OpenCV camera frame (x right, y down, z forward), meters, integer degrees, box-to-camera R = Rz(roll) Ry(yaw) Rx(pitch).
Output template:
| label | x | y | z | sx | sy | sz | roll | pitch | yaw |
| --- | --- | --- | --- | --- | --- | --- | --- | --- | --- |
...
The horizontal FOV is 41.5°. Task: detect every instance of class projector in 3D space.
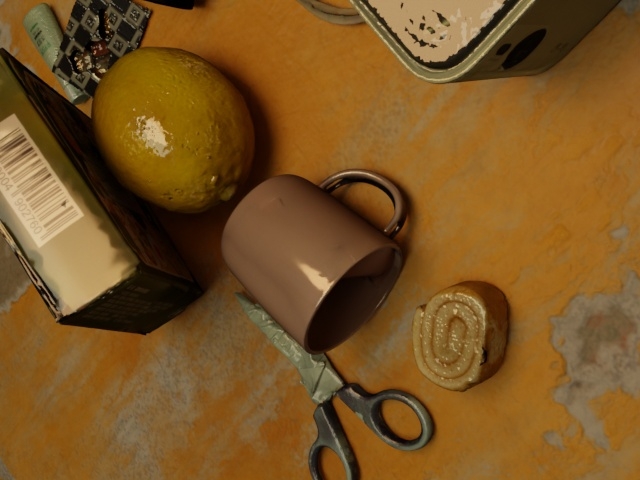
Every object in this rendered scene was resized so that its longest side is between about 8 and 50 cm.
| label | x | y | z | sx | sy | sz | roll | pitch | yaw |
| --- | --- | --- | --- | --- | --- | --- | --- | --- | --- |
| projector | 0.188 | -0.329 | 0.932 | 0.248 | 0.249 | 0.248 | 53 | 125 | 14 |

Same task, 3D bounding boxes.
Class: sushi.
| label | x | y | z | sx | sy | sz | roll | pitch | yaw |
| --- | --- | --- | --- | --- | --- | --- | --- | --- | --- |
| sushi | -0.373 | -0.345 | 1.460 | 0.139 | 0.031 | 0.201 | 33 | 117 | 7 |

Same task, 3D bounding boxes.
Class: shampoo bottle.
| label | x | y | z | sx | sy | sz | roll | pitch | yaw |
| --- | --- | --- | --- | --- | --- | --- | --- | --- | --- |
| shampoo bottle | -0.477 | -0.333 | 1.531 | 0.069 | 0.041 | 0.191 | -33 | 80 | 28 |

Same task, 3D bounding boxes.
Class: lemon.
| label | x | y | z | sx | sy | sz | roll | pitch | yaw |
| --- | --- | --- | --- | --- | --- | --- | --- | --- | --- |
| lemon | -0.220 | -0.166 | 1.271 | 0.263 | 0.236 | 0.236 | 23 | 114 | 8 |

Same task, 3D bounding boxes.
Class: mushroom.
| label | x | y | z | sx | sy | sz | roll | pitch | yaw |
| --- | --- | --- | --- | --- | --- | --- | --- | --- | --- |
| mushroom | 0.013 | -0.347 | 1.187 | 0.306 | 0.043 | 0.068 | 31 | 136 | 24 |

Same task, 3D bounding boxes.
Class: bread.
| label | x | y | z | sx | sy | sz | roll | pitch | yaw |
| --- | --- | --- | --- | --- | --- | --- | --- | --- | --- |
| bread | 0.184 | 0.128 | 1.140 | 0.122 | 0.073 | 0.149 | 13 | 107 | 35 |

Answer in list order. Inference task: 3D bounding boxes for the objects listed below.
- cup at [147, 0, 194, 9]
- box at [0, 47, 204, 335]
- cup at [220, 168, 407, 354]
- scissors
| label | x | y | z | sx | sy | sz | roll | pitch | yaw |
| --- | --- | --- | --- | --- | --- | --- | --- | --- | --- |
| cup | -0.220 | -0.451 | 1.288 | 0.166 | 0.239 | 0.177 | -124 | 48 | -66 |
| box | -0.363 | -0.048 | 1.278 | 0.138 | 0.420 | 0.373 | -35 | 81 | -1 |
| cup | 0.000 | 0.000 | 1.193 | 0.200 | 0.191 | 0.253 | 41 | 91 | 25 |
| scissors | -0.006 | 0.201 | 1.319 | 0.256 | 0.029 | 0.384 | -42 | 74 | 33 |
